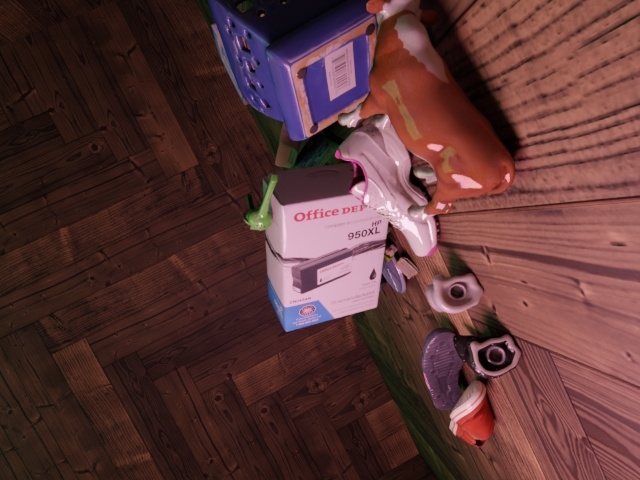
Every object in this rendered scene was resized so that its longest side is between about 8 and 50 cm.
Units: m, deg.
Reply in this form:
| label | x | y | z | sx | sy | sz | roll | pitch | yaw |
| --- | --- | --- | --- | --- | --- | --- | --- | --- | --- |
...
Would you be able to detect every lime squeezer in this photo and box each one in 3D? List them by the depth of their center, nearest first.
| label | x | y | z | sx | sy | sz | roll | pitch | yaw |
| --- | --- | --- | --- | --- | --- | --- | --- | --- | --- |
| lime squeezer | -0.155 | -0.076 | 0.999 | 0.310 | 0.059 | 0.110 | 175 | 84 | -71 |

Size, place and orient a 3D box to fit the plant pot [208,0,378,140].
| label | x | y | z | sx | sy | sz | roll | pitch | yaw |
| --- | --- | --- | --- | --- | --- | --- | --- | --- | --- |
| plant pot | -0.025 | -0.338 | 0.742 | 0.212 | 0.236 | 0.236 | 52 | 169 | 27 |

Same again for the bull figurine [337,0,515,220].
| label | x | y | z | sx | sy | sz | roll | pitch | yaw |
| --- | --- | --- | --- | --- | --- | --- | --- | --- | --- |
| bull figurine | 0.129 | -0.177 | 0.569 | 0.310 | 0.101 | 0.188 | 58 | 153 | 6 |

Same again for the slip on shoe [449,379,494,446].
| label | x | y | z | sx | sy | sz | roll | pitch | yaw |
| --- | --- | --- | --- | --- | --- | --- | --- | --- | --- |
| slip on shoe | 0.401 | 0.455 | 1.080 | 0.101 | 0.123 | 0.331 | 32 | 156 | 33 |

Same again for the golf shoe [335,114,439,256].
| label | x | y | z | sx | sy | sz | roll | pitch | yaw |
| --- | --- | --- | --- | --- | --- | --- | --- | --- | --- |
| golf shoe | 0.134 | -0.089 | 0.845 | 0.306 | 0.140 | 0.115 | 63 | 172 | -14 |

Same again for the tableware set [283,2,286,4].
| label | x | y | z | sx | sy | sz | roll | pitch | yaw |
| --- | --- | --- | --- | --- | --- | --- | --- | --- | --- |
| tableware set | -0.082 | -0.599 | 0.960 | 0.128 | 0.039 | 0.194 | -89 | -20 | -79 |

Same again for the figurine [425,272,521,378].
| label | x | y | z | sx | sy | sz | roll | pitch | yaw |
| --- | --- | --- | --- | --- | --- | --- | --- | --- | --- |
| figurine | 0.294 | 0.171 | 0.879 | 0.215 | 0.092 | 0.209 | 63 | 177 | 12 |

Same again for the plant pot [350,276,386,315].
| label | x | y | z | sx | sy | sz | roll | pitch | yaw |
| --- | --- | --- | --- | --- | --- | --- | --- | --- | --- |
| plant pot | 0.096 | 0.132 | 1.562 | 0.255 | 0.272 | 0.271 | 46 | 169 | 14 |

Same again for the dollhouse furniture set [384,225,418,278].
| label | x | y | z | sx | sy | sz | roll | pitch | yaw |
| --- | --- | --- | --- | --- | --- | --- | --- | --- | --- |
| dollhouse furniture set | 0.219 | 0.033 | 1.156 | 0.152 | 0.058 | 0.076 | 42 | 162 | 9 |

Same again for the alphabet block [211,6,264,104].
| label | x | y | z | sx | sy | sz | roll | pitch | yaw |
| --- | --- | --- | --- | --- | --- | --- | --- | --- | --- |
| alphabet block | -0.181 | -0.546 | 1.230 | 0.192 | 0.197 | 0.193 | 63 | 174 | -6 |

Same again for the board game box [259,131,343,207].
| label | x | y | z | sx | sy | sz | roll | pitch | yaw |
| --- | --- | --- | --- | --- | --- | --- | --- | --- | --- |
| board game box | -0.062 | -0.181 | 1.297 | 0.046 | 0.317 | 0.213 | 33 | -169 | -32 |

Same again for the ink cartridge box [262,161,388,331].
| label | x | y | z | sx | sy | sz | roll | pitch | yaw |
| --- | --- | --- | --- | --- | --- | --- | --- | --- | --- |
| ink cartridge box | 0.011 | 0.016 | 1.102 | 0.166 | 0.286 | 0.394 | -125 | 29 | -50 |

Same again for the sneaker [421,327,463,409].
| label | x | y | z | sx | sy | sz | roll | pitch | yaw |
| --- | --- | --- | --- | --- | --- | --- | --- | --- | --- |
| sneaker | 0.325 | 0.329 | 1.155 | 0.131 | 0.112 | 0.319 | -97 | -5 | -54 |

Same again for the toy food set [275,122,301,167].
| label | x | y | z | sx | sy | sz | roll | pitch | yaw |
| --- | --- | --- | --- | --- | --- | --- | --- | --- | --- |
| toy food set | -0.089 | -0.350 | 1.220 | 0.306 | 0.092 | 0.219 | 176 | 109 | -83 |

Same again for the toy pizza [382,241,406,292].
| label | x | y | z | sx | sy | sz | roll | pitch | yaw |
| --- | --- | --- | --- | --- | --- | --- | --- | --- | --- |
| toy pizza | 0.214 | 0.069 | 1.290 | 0.201 | 0.032 | 0.201 | 61 | 172 | 15 |
